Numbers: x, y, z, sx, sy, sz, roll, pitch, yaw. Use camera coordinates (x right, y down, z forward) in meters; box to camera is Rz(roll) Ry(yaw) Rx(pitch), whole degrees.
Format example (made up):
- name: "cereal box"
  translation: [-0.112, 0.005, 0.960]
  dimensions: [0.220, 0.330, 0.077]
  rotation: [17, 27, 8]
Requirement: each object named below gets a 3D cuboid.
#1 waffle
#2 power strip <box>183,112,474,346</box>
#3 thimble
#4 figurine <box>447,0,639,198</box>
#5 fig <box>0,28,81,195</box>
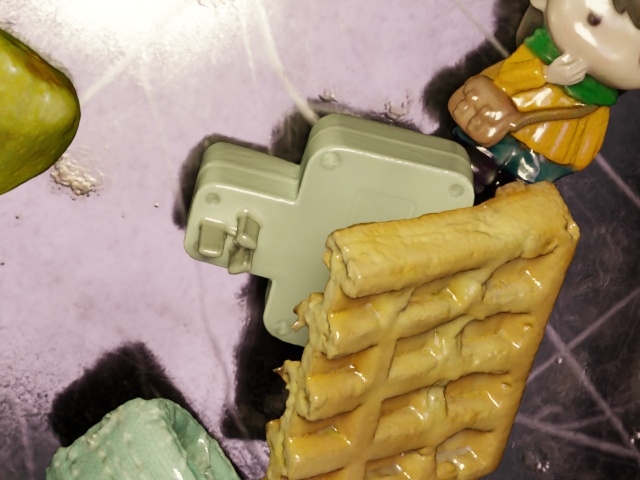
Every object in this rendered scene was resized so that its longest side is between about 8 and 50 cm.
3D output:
- name: "waffle"
  translation: [0.094, 0.117, 1.632]
  dimensions: [0.304, 0.077, 0.348]
  rotation: [-10, 129, -35]
- name: "power strip"
  translation: [0.000, 0.000, 1.650]
  dimensions: [0.261, 0.141, 0.229]
  rotation: [14, 120, -5]
- name: "thimble"
  translation: [-0.159, 0.260, 1.664]
  dimensions: [0.143, 0.198, 0.235]
  rotation: [-34, 119, 2]
- name: "figurine"
  translation: [0.255, -0.189, 1.695]
  dimensions: [0.185, 0.204, 0.332]
  rotation: [32, 122, -14]
- name: "fig"
  translation: [-0.341, -0.116, 1.615]
  dimensions: [0.233, 0.167, 0.167]
  rotation: [-21, 105, 33]
